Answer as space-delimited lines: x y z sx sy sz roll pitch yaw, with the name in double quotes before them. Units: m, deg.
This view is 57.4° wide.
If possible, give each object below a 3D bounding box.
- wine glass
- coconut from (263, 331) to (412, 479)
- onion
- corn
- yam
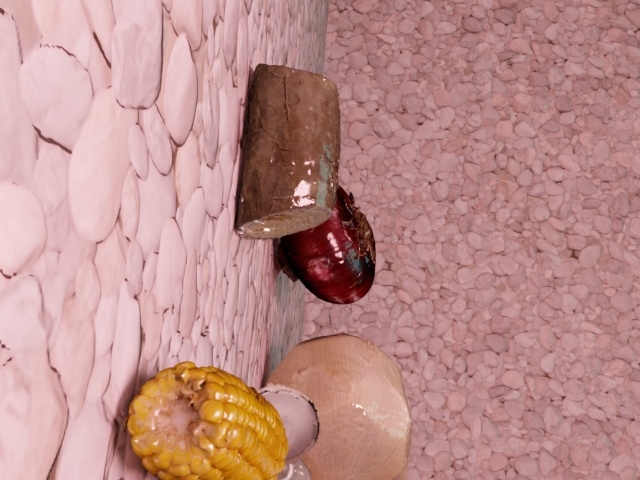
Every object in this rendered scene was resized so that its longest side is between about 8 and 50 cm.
"wine glass" -0.075 0.381 0.960 0.144 0.143 0.321 -83 176 -49
"coconut" 0.031 0.389 1.234 0.360 0.345 0.347 -96 -172 -61
"onion" 0.000 0.000 1.322 0.314 0.232 0.314 -20 90 -80
"corn" -0.088 0.183 0.539 0.318 0.115 0.115 86 9 -68
"yam" -0.042 -0.124 0.839 0.154 0.153 0.255 76 21 -83
